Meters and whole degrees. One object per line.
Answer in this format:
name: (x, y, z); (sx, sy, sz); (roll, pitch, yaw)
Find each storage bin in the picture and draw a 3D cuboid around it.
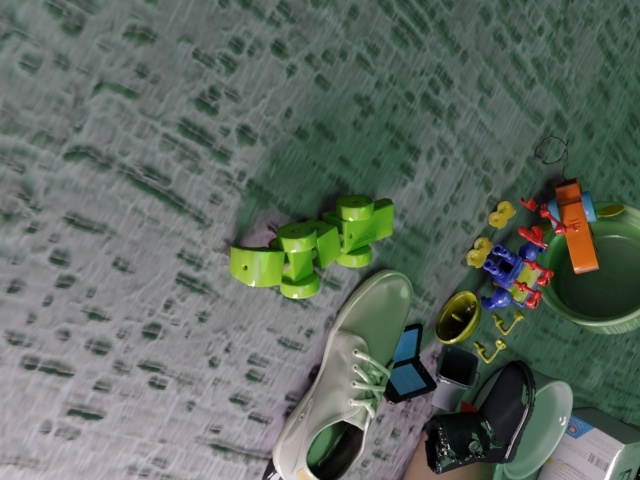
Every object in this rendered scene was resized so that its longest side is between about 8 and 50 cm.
storage bin: (0.296, 0.311, 1.632); (0.135, 0.098, 0.091); (-52, 160, -61)

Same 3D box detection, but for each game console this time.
game console: (0.179, 0.255, 1.534); (0.144, 0.124, 0.085); (-8, 141, -39)

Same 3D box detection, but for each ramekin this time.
ramekin: (0.501, 0.449, 1.872); (0.277, 0.135, 0.277); (-18, 121, -34)
ramekin: (0.668, 0.074, 1.736); (0.303, 0.303, 0.148); (-58, 143, -4)

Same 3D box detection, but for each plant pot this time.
plant pot: (0.291, 0.551, 1.686); (0.263, 0.263, 0.229); (24, 74, -45)

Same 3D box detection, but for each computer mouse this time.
computer mouse: (-0.091, 0.513, 1.444); (0.071, 0.041, 0.242); (9, 104, -44)

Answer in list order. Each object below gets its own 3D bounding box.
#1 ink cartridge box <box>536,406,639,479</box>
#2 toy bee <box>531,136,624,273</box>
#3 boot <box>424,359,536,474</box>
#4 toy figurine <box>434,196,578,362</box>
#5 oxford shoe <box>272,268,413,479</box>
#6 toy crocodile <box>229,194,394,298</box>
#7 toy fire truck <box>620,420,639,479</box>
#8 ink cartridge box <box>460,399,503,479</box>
ink cartridge box: (0.808, 0.667, 2.203); (0.197, 0.198, 0.270); (8, 105, -44)
toy bee: (0.588, -0.081, 1.684); (0.162, 0.195, 0.298); (-14, 110, -65)
boot: (0.330, 0.372, 1.548); (0.207, 0.094, 0.246); (2, 109, -27)
toy figurine: (0.433, 0.110, 1.624); (0.217, 0.191, 0.362); (31, 89, -50)
oxford shoe: (0.069, 0.265, 1.390); (0.169, 0.130, 0.449); (36, 78, -32)
toy crocodile: (0.000, 0.000, 1.250); (0.341, 0.105, 0.115); (-26, 125, -36)
toy fire truck: (0.972, 0.740, 2.440); (0.246, 0.159, 0.217); (-28, 127, -42)
ink cartridge box: (0.374, 0.495, 1.773); (0.045, 0.145, 0.179); (-20, 121, -36)
